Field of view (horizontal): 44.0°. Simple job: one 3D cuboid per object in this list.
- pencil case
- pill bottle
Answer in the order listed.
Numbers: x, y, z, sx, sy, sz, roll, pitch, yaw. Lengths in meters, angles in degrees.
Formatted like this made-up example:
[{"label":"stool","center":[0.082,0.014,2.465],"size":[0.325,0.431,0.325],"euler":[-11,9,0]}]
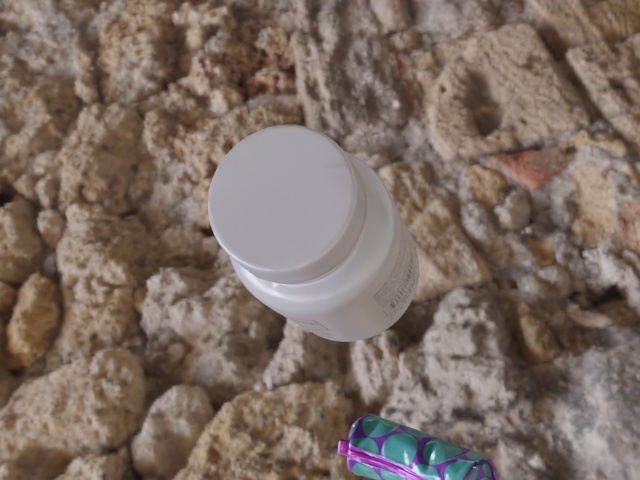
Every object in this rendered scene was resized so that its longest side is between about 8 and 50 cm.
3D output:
[{"label":"pencil case","center":[0.095,0.219,0.768],"size":[0.070,0.151,0.065],"euler":[-3,-80,-46]},{"label":"pill bottle","center":[0.000,0.000,0.621],"size":[0.229,0.131,0.131],"euler":[47,-149,-70]}]
